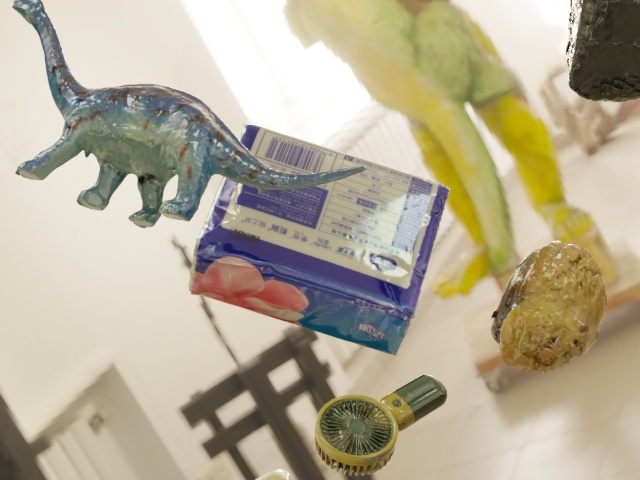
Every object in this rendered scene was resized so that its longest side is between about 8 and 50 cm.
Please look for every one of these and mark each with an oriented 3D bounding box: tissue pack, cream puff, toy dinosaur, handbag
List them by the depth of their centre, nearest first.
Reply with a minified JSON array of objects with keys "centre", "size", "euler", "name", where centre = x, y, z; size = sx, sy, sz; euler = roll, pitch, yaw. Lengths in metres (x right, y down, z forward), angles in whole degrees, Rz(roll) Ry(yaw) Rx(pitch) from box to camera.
[{"centre":[-0.142,-0.072,0.986],"size":[0.144,0.329,0.076],"euler":[-59,-13,-16],"name":"toy dinosaur"},{"centre":[0.255,-0.242,1.081],"size":[0.088,0.270,0.175],"euler":[1,31,-3],"name":"handbag"},{"centre":[0.000,0.000,1.497],"size":[0.137,0.269,0.209],"euler":[105,-178,-61],"name":"tissue pack"},{"centre":[0.307,0.093,1.630],"size":[0.129,0.189,0.189],"euler":[23,38,21],"name":"cream puff"}]

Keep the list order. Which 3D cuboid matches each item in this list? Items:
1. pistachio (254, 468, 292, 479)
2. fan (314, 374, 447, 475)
[{"centre":[-0.088,0.480,1.839],"size":[0.238,0.229,0.321],"euler":[-44,6,36],"name":"pistachio"},{"centre":[0.064,0.181,1.243],"size":[0.155,0.039,0.082],"euler":[-25,50,-29],"name":"fan"}]
